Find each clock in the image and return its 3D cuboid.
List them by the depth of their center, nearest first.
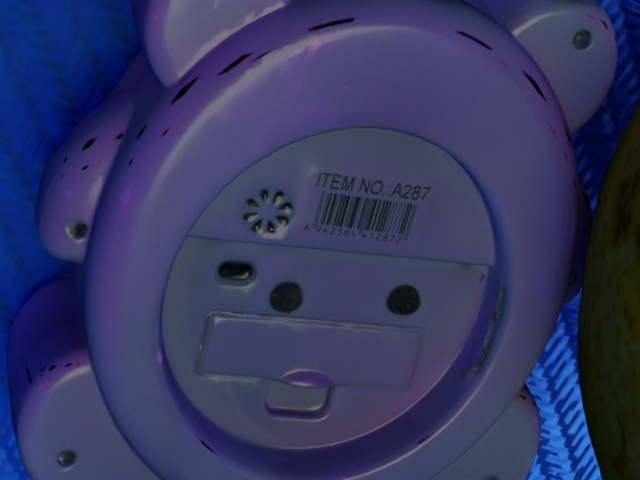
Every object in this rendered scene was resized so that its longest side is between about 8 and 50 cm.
[{"bbox_3d":[0.000,0.000,0.772,0.227,0.090,0.248,6,117,-18],"label":"clock"}]

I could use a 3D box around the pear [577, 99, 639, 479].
[{"bbox_3d":[0.240,0.025,0.737,0.304,0.304,0.304,-7,122,-11],"label":"pear"}]
